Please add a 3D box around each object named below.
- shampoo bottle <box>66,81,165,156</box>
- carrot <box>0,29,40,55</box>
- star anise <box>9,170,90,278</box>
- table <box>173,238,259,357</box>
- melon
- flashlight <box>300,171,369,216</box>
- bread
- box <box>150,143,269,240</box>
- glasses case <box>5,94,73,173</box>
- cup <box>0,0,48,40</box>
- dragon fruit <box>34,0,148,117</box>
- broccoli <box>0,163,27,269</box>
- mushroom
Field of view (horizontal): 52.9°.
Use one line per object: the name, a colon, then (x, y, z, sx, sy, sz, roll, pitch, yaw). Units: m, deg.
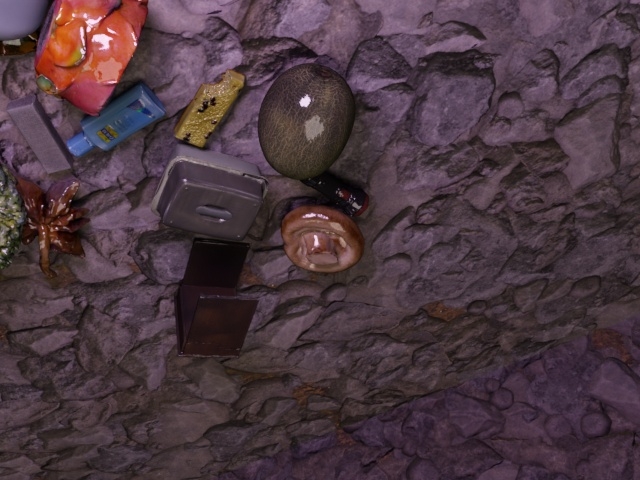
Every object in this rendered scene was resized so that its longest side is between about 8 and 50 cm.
shampoo bottle: (-0.523, -0.293, 1.619, 0.258, 0.061, 0.104, -29, 133, 12)
carrot: (-0.739, -0.440, 1.419, 0.228, 0.069, 0.069, -6, 134, -10)
star anise: (-0.760, -0.042, 1.756, 0.292, 0.109, 0.349, 31, 119, -23)
table: (-0.329, 0.183, 2.000, 0.196, 0.251, 0.282, 7, 132, -21)
melon: (-0.040, -0.295, 1.629, 0.237, 0.237, 0.302, 6, 133, -21)
flashlight: (0.040, -0.153, 1.896, 0.232, 0.093, 0.093, 30, 119, -36)
bread: (-0.285, -0.342, 1.647, 0.088, 0.049, 0.226, 21, 124, -31)
box: (-0.302, -0.127, 1.767, 0.290, 0.166, 0.221, 12, 128, -27)
glasses case: (-0.696, -0.262, 1.608, 0.070, 0.047, 0.205, -13, 136, 3)
cup: (-0.612, -0.557, 1.237, 0.205, 0.205, 0.312, 15, 128, -28)
dragon fruit: (-0.500, -0.414, 1.360, 0.189, 0.291, 0.291, 21, 124, -25)
broccoli: (-0.877, -0.082, 1.575, 0.334, 0.324, 0.272, -12, 162, 28)
mushroom: (0.000, 0.000, 1.992, 0.278, 0.146, 0.278, 4, 140, 4)
